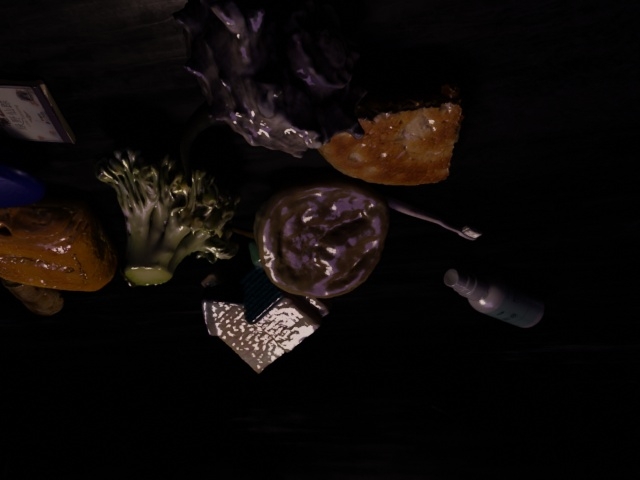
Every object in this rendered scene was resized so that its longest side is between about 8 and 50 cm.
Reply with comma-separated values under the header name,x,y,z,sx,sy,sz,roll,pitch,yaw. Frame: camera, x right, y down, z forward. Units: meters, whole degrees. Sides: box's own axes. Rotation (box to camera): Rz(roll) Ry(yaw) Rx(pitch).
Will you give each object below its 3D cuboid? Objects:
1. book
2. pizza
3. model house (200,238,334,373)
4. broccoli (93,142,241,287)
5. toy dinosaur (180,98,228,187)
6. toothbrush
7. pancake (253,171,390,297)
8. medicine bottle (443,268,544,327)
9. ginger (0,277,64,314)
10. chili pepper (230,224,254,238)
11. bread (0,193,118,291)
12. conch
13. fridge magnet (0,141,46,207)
name,x,y,z,sx,sy,sz,roll,pitch,yaw
book,-0.546,-0.213,0.909,0.231,0.026,0.157,4,155,-3
pizza,0.123,-0.170,0.849,0.336,0.086,0.226,13,143,-44
model house,-0.152,0.140,1.432,0.284,0.243,0.298,40,115,-15
broccoli,-0.275,-0.038,0.995,0.288,0.245,0.248,14,159,-25
toy dinosaur,-0.102,-0.168,0.779,0.187,0.178,0.087,2,156,-3
toothbrush,0.234,-0.052,1.175,0.307,0.025,0.029,18,143,-30
pancake,0.000,0.000,1.111,0.295,0.049,0.294,-3,122,-5
medicine bottle,0.458,0.145,1.474,0.352,0.110,0.110,21,149,-35
ginger,-0.835,0.149,1.632,0.109,0.116,0.263,-34,157,-19
chili pepper,-0.065,0.008,1.215,0.338,0.131,0.134,8,145,-7
bread,-0.659,0.014,1.266,0.328,0.148,0.337,6,154,-6
conch,-0.036,-0.203,0.618,0.241,0.313,0.186,44,104,-5
fridge magnet,-0.636,-0.120,0.989,0.266,0.112,0.265,3,168,1
